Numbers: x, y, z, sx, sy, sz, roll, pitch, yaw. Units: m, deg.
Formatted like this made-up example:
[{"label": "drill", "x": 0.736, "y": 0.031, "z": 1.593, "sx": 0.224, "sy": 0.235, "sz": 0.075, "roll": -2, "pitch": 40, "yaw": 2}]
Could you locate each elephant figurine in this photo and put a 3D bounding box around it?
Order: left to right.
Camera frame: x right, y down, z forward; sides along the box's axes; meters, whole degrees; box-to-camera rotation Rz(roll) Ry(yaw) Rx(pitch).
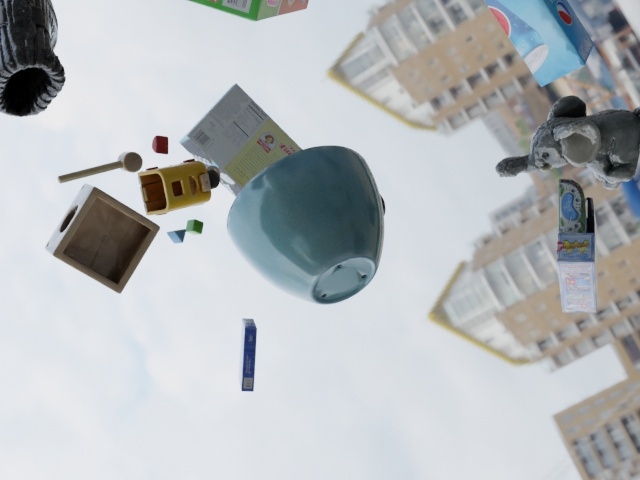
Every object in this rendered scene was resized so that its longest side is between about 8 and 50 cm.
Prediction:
[{"label": "elephant figurine", "x": 0.490, "y": -0.194, "z": 2.033, "sx": 0.239, "sy": 0.186, "sz": 0.169, "roll": 14, "pitch": 172, "yaw": -13}]

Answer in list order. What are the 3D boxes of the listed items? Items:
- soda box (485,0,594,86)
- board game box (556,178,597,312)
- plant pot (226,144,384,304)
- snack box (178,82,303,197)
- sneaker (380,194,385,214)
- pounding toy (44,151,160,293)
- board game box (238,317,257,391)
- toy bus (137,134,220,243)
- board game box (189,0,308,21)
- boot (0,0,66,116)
[{"label": "soda box", "x": 0.271, "y": -0.312, "z": 1.381, "sx": 0.210, "sy": 0.071, "sz": 0.067, "roll": 53, "pitch": -139, "yaw": -15}, {"label": "board game box", "x": 0.413, "y": 0.006, "z": 1.689, "sx": 0.194, "sy": 0.060, "sz": 0.194, "roll": 41, "pitch": -130, "yaw": -71}, {"label": "plant pot", "x": 0.000, "y": 0.000, "z": 1.898, "sx": 0.290, "sy": 0.290, "sz": 0.195, "roll": 36, "pitch": -160, "yaw": -55}, {"label": "snack box", "x": -0.141, "y": -0.177, "z": 2.382, "sx": 0.322, "sy": 0.060, "sz": 0.187, "roll": 45, "pitch": -118, "yaw": -11}, {"label": "sneaker", "x": 0.037, "y": -0.084, "z": 2.262, "sx": 0.084, "sy": 0.234, "sz": 0.097, "roll": -51, "pitch": -28, "yaw": -32}, {"label": "pounding toy", "x": -0.353, "y": -0.052, "z": 1.685, "sx": 0.181, "sy": 0.206, "sz": 0.094, "roll": 33, "pitch": 173, "yaw": -24}, {"label": "board game box", "x": -0.104, "y": 0.161, "z": 1.492, "sx": 0.090, "sy": 0.020, "sz": 0.090, "roll": -150, "pitch": 63, "yaw": -83}, {"label": "toy bus", "x": -0.267, "y": -0.112, "z": 2.131, "sx": 0.191, "sy": 0.104, "sz": 0.202, "roll": 41, "pitch": -120, "yaw": -36}, {"label": "board game box", "x": -0.165, "y": -0.441, "z": 1.760, "sx": 0.242, "sy": 0.064, "sz": 0.316, "roll": 19, "pitch": -161, "yaw": 8}, {"label": "boot", "x": -0.506, "y": -0.318, "z": 1.794, "sx": 0.348, "sy": 0.131, "sz": 0.260, "roll": 106, "pitch": 149, "yaw": -71}]
